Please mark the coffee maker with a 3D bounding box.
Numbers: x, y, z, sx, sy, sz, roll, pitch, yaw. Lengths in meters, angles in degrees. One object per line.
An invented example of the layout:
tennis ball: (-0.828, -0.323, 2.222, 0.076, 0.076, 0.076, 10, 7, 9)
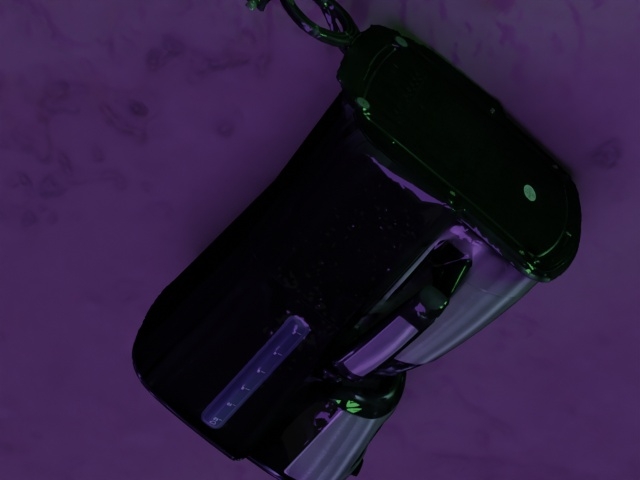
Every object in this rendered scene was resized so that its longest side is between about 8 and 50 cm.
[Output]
coffee maker: (0.000, 0.000, 0.871, 0.178, 0.120, 0.171, -46, 74, 31)
